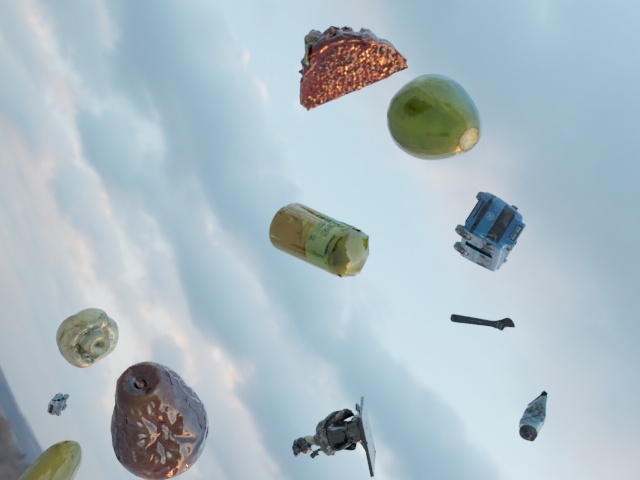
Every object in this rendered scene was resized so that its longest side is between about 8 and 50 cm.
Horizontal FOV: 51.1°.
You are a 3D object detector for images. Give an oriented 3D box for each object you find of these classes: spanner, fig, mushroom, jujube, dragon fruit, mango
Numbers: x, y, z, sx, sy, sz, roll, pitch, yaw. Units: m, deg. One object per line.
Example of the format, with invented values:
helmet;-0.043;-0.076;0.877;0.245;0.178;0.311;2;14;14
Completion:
spanner;0.521;0.260;2.156;0.012;0.208;0.046;75;23;-78
fig;0.349;-0.357;1.986;0.326;0.258;0.258;36;-39;52
mushroom;-0.533;0.222;1.539;0.112;0.148;0.148;18;-52;46
jujube;-0.315;0.347;1.296;0.190;0.190;0.255;42;-29;36
dragon fruit;0.052;-0.510;1.791;0.205;0.316;0.152;48;28;-56
mango;-0.721;0.661;1.681;0.142;0.332;0.195;38;-36;-13

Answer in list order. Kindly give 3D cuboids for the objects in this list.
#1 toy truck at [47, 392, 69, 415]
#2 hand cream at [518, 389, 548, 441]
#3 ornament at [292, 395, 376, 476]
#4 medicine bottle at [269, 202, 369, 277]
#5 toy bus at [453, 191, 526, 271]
toy truck;-0.709;0.441;1.806;0.083;0.044;0.039;-112;-145;-81
hand cream;0.627;0.518;1.984;0.075;0.248;0.052;-21;-85;27
ornament;0.027;0.494;1.671;0.153;0.195;0.167;-47;126;-83
medicine bottle;0.000;0.000;1.483;0.238;0.124;0.124;22;-49;43
toy bus;0.405;-0.016;1.605;0.134;0.114;0.246;32;-9;17
